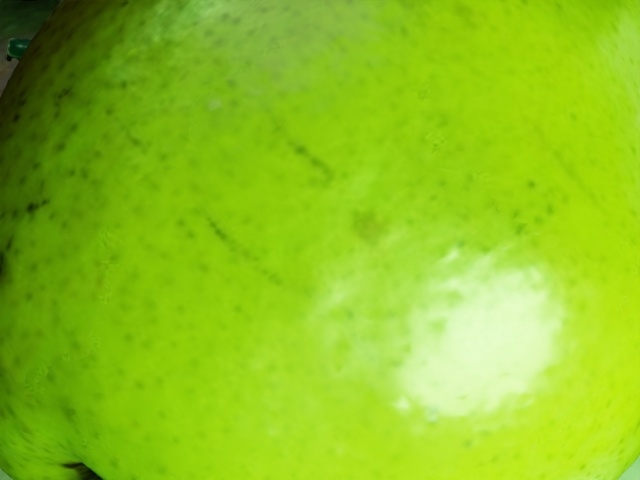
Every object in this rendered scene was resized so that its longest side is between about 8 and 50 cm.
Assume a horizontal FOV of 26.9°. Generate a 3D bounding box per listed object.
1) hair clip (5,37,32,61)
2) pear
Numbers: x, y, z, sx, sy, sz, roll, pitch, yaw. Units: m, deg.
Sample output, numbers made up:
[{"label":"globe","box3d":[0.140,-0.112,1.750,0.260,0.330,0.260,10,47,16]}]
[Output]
[{"label":"hair clip","box3d":[-0.157,-0.125,0.960,0.173,0.049,0.049,9,39,27]},{"label":"pear","box3d":[0.000,0.000,0.512,0.294,0.294,0.294,-9,33,6]}]
